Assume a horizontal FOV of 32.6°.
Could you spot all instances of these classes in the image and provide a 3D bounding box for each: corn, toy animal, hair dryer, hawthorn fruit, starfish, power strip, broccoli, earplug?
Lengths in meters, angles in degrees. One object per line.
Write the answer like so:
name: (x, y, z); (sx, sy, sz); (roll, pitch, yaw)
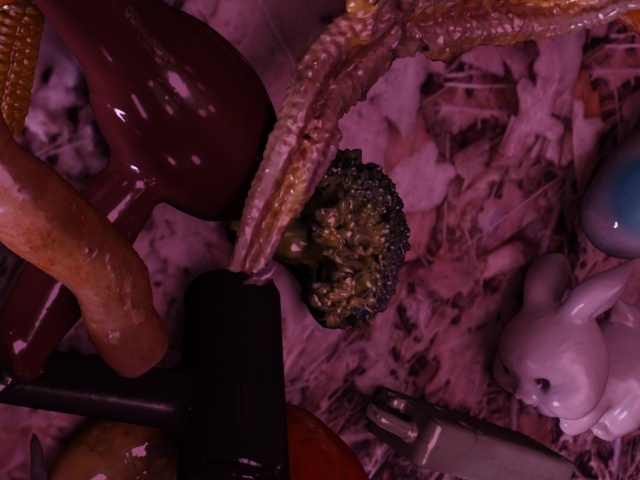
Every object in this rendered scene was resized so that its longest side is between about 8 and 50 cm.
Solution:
corn: (-0.223, -0.176, 0.753); (0.080, 0.080, 0.231); (8, 100, -37)
toy animal: (0.280, 0.117, 1.168); (0.193, 0.127, 0.179); (41, 77, -35)
hair dryer: (-0.183, -0.028, 0.769); (0.340, 0.123, 0.312); (-56, 144, -9)
hawthorn fruit: (-0.038, 0.236, 0.951); (0.189, 0.189, 0.189); (-11, 110, -32)
hair dryer: (-0.147, 0.109, 0.860); (0.251, 0.197, 0.089); (9, 143, -15)
starfish: (0.094, -0.197, 0.823); (0.398, 0.132, 0.384); (-18, 134, -29)
power strip: (0.141, 0.206, 1.118); (0.288, 0.093, 0.053); (23, 93, -37)
broccoli: (0.000, 0.000, 0.948); (0.160, 0.167, 0.155); (-7, 75, -6)
earplug: (0.414, -0.087, 1.190); (0.324, 0.185, 0.185); (-32, 120, -15)

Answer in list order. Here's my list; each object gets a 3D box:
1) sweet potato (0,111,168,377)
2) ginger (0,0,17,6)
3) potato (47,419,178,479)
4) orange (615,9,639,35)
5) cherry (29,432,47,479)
sweet potato: (-0.175, -0.013, 0.697); (0.067, 0.059, 0.281); (-46, 135, -16)
ginger: (-0.234, -0.282, 0.603); (0.274, 0.152, 0.358); (0, 83, 6)
potato: (-0.173, 0.194, 0.906); (0.138, 0.070, 0.092); (-44, 126, -15)
orange: (0.356, -0.343, 1.005); (0.310, 0.274, 0.274); (-29, 122, 5)
cherry: (-0.314, 0.315, 0.728); (0.335, 0.291, 0.326); (-47, 138, 8)
